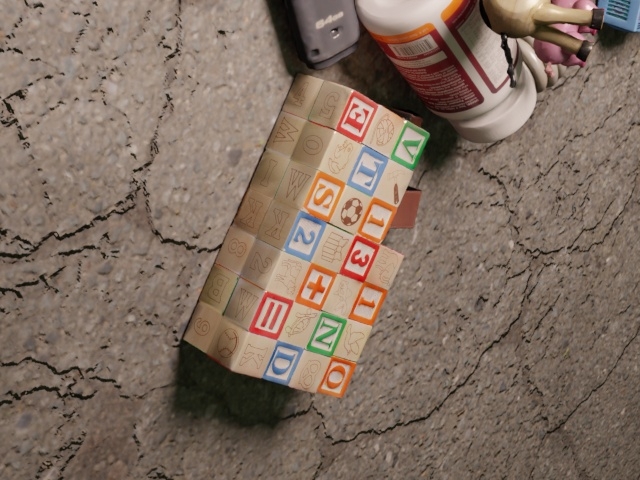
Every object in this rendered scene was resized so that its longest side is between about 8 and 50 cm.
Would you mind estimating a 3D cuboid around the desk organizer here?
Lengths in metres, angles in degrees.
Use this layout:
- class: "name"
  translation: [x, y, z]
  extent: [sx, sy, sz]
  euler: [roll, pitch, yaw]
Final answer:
- class: "desk organizer"
  translation: [0.086, -0.080, 1.191]
  extent: [0.050, 0.047, 0.130]
  euler: [-1, 109, -45]

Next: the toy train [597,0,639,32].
- class: "toy train"
  translation: [0.433, -0.332, 1.387]
  extent: [0.184, 0.080, 0.105]
  euler: [-21, 130, -38]

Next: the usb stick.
- class: "usb stick"
  translation: [-0.020, -0.292, 1.000]
  extent: [0.077, 0.045, 0.278]
  euler: [-37, 130, -27]

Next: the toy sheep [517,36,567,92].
- class: "toy sheep"
  translation: [0.250, -0.218, 1.257]
  extent: [0.132, 0.091, 0.091]
  euler: [-34, 130, -4]

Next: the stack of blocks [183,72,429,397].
- class: "stack of blocks"
  translation: [0.000, 0.000, 1.115]
  extent: [0.171, 0.087, 0.297]
  euler: [22, 92, -46]

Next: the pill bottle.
- class: "pill bottle"
  translation: [0.139, -0.204, 1.132]
  extent: [0.121, 0.121, 0.221]
  euler: [-56, 135, -10]

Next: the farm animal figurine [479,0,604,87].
- class: "farm animal figurine"
  translation: [0.234, -0.348, 1.075]
  extent: [0.330, 0.172, 0.327]
  euler: [-53, 161, -63]
